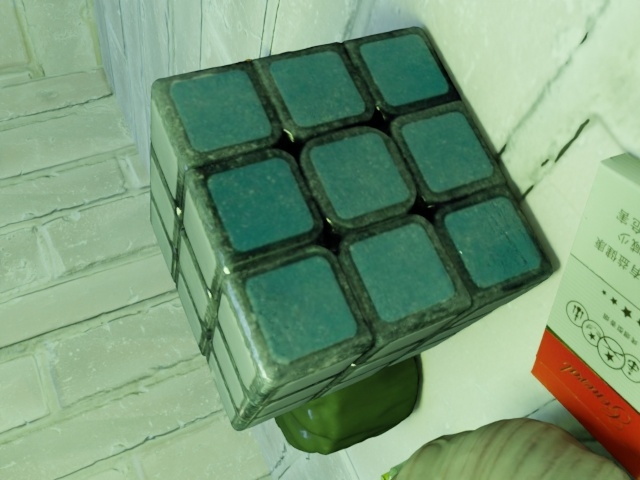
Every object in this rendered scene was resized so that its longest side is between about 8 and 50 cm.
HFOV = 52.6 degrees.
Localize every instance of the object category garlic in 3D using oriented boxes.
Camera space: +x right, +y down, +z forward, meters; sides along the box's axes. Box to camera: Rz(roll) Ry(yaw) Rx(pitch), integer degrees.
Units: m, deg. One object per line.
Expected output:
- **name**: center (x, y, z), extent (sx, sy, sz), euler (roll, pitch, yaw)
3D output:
- **garlic**: center (0.185, 0.312, 0.589), extent (0.317, 0.259, 0.318), euler (6, 101, 31)

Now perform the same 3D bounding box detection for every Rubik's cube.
- **Rubik's cube**: center (0.000, 0.000, 0.707), extent (0.305, 0.300, 0.304), euler (64, 158, 17)

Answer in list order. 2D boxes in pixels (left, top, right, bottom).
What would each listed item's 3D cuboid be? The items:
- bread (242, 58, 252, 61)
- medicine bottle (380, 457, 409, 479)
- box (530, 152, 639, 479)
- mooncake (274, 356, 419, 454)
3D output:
- **bread**: center (-0.095, -0.192, 1.106), extent (0.104, 0.075, 0.233), euler (22, 121, 49)
- **medicine bottle**: center (0.181, 0.404, 0.833), extent (0.137, 0.141, 0.250), euler (13, 120, 62)
- **box**: center (0.248, 0.068, 0.515), extent (0.139, 0.035, 0.245), euler (49, 150, 44)
- **mooncake**: center (-0.009, 0.151, 1.019), extent (0.356, 0.194, 0.357), euler (52, 153, 40)
